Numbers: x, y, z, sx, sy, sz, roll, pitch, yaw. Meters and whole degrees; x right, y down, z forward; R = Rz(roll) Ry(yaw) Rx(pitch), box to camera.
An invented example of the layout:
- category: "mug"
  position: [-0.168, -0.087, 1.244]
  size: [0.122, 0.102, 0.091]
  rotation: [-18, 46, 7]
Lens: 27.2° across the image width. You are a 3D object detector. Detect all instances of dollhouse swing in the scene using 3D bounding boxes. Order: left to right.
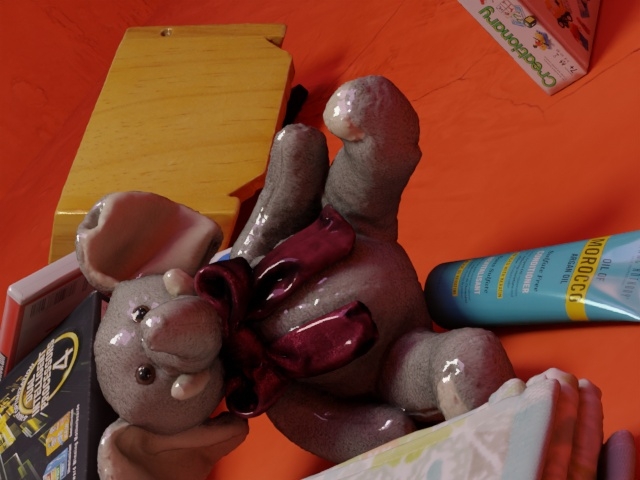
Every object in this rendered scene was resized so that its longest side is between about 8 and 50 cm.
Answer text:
- category: "dollhouse swing"
  position: [-0.182, -0.056, 1.738]
  size: [0.315, 0.305, 0.347]
  rotation: [0, 47, 11]

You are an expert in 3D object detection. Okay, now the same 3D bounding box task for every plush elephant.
- category: "plush elephant"
  position: [-0.055, 0.063, 0.989]
  size: [0.255, 0.272, 0.330]
  rotation: [-13, -11, -22]

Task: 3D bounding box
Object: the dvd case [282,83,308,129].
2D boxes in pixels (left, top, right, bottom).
- category: "dvd case"
  position: [-0.129, -0.110, 1.833]
  size: [0.253, 0.022, 0.180]
  rotation: [-22, 34, 51]

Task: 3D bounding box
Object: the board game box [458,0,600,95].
- category: "board game box"
  position: [0.195, -0.300, 1.262]
  size: [0.053, 0.193, 0.305]
  rotation: [-31, 26, 38]

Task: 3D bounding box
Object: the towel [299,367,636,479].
- category: "towel"
  position: [0.021, 0.268, 0.747]
  size: [0.320, 0.090, 0.374]
  rotation: [-33, 25, 43]

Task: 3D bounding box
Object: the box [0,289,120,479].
- category: "box"
  position: [-0.270, 0.275, 1.181]
  size: [0.318, 0.097, 0.395]
  rotation: [-44, 30, 22]

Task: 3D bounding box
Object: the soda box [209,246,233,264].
- category: "soda box"
  position: [-0.104, 0.061, 1.400]
  size: [0.216, 0.069, 0.074]
  rotation: [-21, 34, 53]

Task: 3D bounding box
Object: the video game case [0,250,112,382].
- category: "video game case"
  position: [-0.266, 0.110, 1.408]
  size: [0.204, 0.025, 0.285]
  rotation: [-32, -27, -43]

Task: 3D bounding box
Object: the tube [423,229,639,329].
- category: "tube"
  position: [0.162, 0.032, 0.945]
  size: [0.207, 0.052, 0.080]
  rotation: [-11, 51, 50]
